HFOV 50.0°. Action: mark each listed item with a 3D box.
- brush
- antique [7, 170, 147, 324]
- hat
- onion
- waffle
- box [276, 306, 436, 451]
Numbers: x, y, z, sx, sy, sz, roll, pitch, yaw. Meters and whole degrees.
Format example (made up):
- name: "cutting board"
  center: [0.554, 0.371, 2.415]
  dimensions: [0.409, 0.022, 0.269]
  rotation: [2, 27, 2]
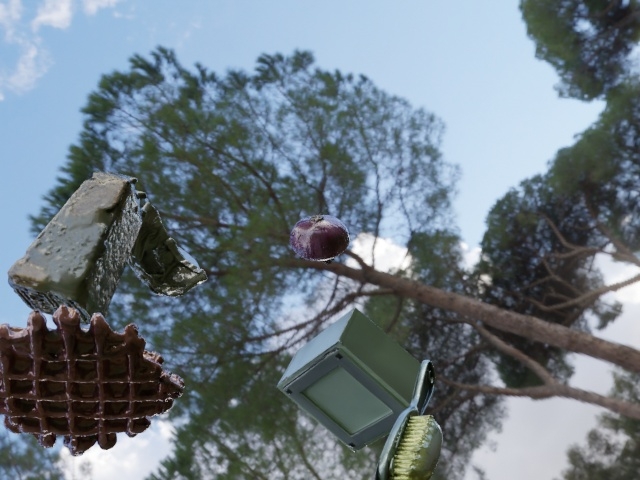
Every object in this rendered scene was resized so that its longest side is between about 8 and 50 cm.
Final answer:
- name: "brush"
  center: [0.137, 0.242, 0.906]
  dimensions: [0.297, 0.060, 0.068]
  rotation: [-48, -54, -61]
- name: "antique"
  center: [-0.422, 0.002, 1.263]
  dimensions: [0.125, 0.150, 0.284]
  rotation: [86, -158, -57]
- name: "hat"
  center: [-0.366, 0.026, 1.518]
  dimensions: [0.149, 0.245, 0.214]
  rotation: [-41, -73, -20]
- name: "onion"
  center: [0.000, 0.000, 1.304]
  dimensions: [0.115, 0.115, 0.104]
  rotation: [-36, -57, -31]
- name: "waffle"
  center: [-0.297, 0.173, 0.825]
  dimensions: [0.221, 0.055, 0.234]
  rotation: [-31, -56, 14]
- name: "box"
  center: [0.069, 0.291, 1.406]
  dimensions: [0.225, 0.225, 0.117]
  rotation: [41, -139, -7]
